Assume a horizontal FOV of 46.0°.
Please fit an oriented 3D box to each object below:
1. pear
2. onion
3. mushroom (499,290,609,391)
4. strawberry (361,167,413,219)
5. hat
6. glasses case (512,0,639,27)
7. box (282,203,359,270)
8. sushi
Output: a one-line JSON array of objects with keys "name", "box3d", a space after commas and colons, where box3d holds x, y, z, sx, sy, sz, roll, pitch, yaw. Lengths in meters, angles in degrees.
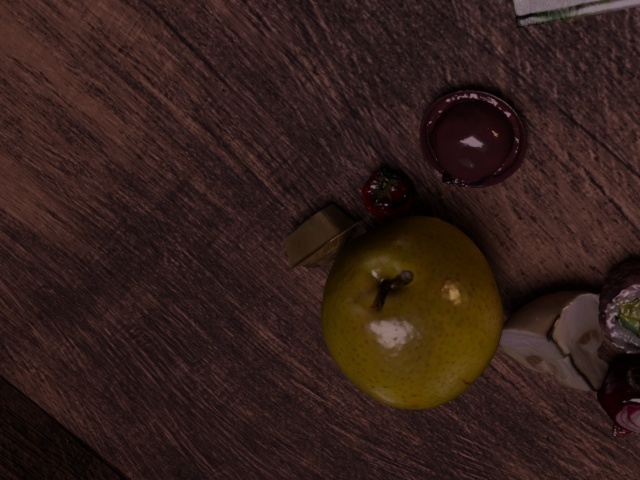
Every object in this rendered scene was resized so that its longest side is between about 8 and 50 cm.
[{"name": "pear", "box3d": [0.176, 0.138, 1.448, 0.362, 0.363, 0.418, 2, 155, 22]}, {"name": "onion", "box3d": [0.649, 0.325, 1.547, 0.173, 0.135, 0.198, 19, 145, 6]}, {"name": "mushroom", "box3d": [0.472, 0.177, 1.514, 0.173, 0.162, 0.236, 12, 151, 53]}, {"name": "strawberry", "box3d": [0.130, -0.085, 1.473, 0.106, 0.106, 0.106, 11, 128, 15]}, {"name": "hat", "box3d": [0.267, -0.171, 1.349, 0.205, 0.089, 0.205, 12, 129, 14]}, {"name": "glasses case", "box3d": [0.429, -0.382, 1.119, 0.272, 0.095, 0.062, -4, 122, 25]}, {"name": "box", "box3d": [0.000, 0.000, 1.583, 0.111, 0.111, 0.177, 45, 129, -13]}, {"name": "sushi", "box3d": [0.637, 0.113, 1.396, 0.241, 0.107, 0.161, -6, 113, 13]}]
